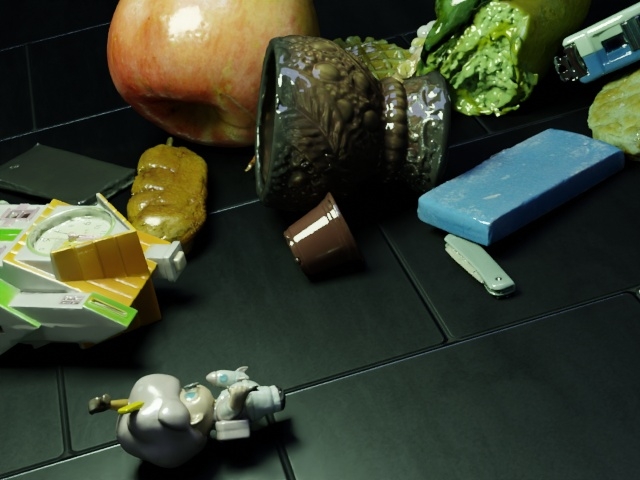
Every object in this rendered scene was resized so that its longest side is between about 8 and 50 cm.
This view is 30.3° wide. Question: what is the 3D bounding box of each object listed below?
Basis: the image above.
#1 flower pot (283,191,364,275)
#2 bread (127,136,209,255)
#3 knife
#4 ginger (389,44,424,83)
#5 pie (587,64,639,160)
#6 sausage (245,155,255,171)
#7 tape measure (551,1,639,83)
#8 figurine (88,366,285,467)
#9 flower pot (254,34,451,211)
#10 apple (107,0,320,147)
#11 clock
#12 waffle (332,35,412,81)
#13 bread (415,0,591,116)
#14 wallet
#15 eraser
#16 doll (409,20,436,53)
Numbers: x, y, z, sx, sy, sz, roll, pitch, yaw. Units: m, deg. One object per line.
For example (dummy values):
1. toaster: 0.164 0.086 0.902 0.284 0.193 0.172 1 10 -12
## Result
1. flower pot: 0.000 0.000 1.690 0.089 0.111 0.111 -28 32 1
2. bread: -0.245 -0.077 1.899 0.124 0.084 0.344 9 30 -10
3. knife: 0.215 0.032 1.630 0.044 0.023 0.162 -14 31 -14
4. ginger: 0.147 -0.291 2.101 0.173 0.069 0.051 -38 76 -6
5. pie: 0.546 -0.216 1.846 0.257 0.105 0.274 -15 28 16
6. sausage: 0.029 -0.179 1.956 0.328 0.112 0.112 -14 32 0
7. tape measure: 0.549 -0.362 2.026 0.215 0.097 0.351 -23 7 33
8. figurine: -0.154 0.208 1.397 0.229 0.111 0.137 -9 4 -8
9. flower pot: 0.046 -0.169 1.784 0.267 0.266 0.266 5 30 -10
10. apple: -0.172 -0.343 2.015 0.364 0.363 0.364 -8 32 5
11. clock: -0.356 0.046 1.658 0.310 0.166 0.235 2 34 17
12. waffle: 0.059 -0.319 2.207 0.208 0.054 0.214 13 43 31
13. bread: 0.336 -0.381 2.051 0.208 0.251 0.376 28 46 16
14. wallet: -0.459 -0.113 2.075 0.285 0.030 0.146 15 37 37
15. eraser: 0.301 -0.087 1.753 0.312 0.042 0.144 -27 34 -32
16. doll: 0.220 -0.356 2.205 0.106 0.062 0.162 21 37 -3
